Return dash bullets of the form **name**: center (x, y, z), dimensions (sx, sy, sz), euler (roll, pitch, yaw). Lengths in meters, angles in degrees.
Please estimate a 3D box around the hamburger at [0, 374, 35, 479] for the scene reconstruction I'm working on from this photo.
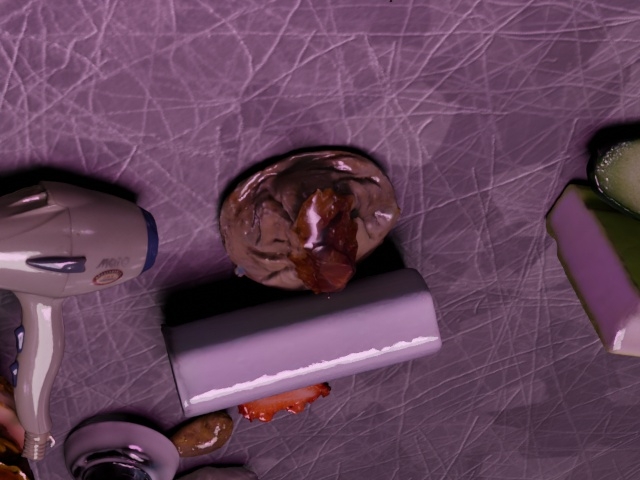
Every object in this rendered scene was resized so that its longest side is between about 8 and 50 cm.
- **hamburger**: center (-0.434, 0.253, 1.725), dimensions (0.291, 0.225, 0.291), euler (-9, 145, -6)

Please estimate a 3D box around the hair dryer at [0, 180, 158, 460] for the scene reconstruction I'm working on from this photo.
- **hair dryer**: center (-0.337, 0.062, 1.582), dimensions (0.296, 0.119, 0.298), euler (21, 101, -33)

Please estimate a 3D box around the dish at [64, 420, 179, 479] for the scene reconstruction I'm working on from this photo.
- **dish**: center (-0.242, 0.286, 1.915), dimensions (0.141, 0.078, 0.141), euler (2, 138, 2)

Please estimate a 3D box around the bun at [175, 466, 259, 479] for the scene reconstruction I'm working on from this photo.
- **bun**: center (-0.130, 0.387, 2.056), dimensions (0.212, 0.126, 0.204), euler (24, 126, -39)

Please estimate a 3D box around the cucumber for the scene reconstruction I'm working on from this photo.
- **cucumber**: center (0.393, -0.069, 1.780), dimensions (0.244, 0.063, 0.115), euler (11, 96, -27)

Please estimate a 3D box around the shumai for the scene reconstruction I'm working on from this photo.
- **shumai**: center (0.000, 0.000, 1.681), dimensions (0.201, 0.120, 0.201), euler (-10, 136, -10)

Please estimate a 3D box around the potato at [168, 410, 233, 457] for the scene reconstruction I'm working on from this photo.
- **potato**: center (-0.143, 0.239, 1.949), dimensions (0.092, 0.045, 0.046), euler (-29, 97, 11)

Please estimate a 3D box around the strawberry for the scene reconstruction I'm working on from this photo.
- **strawberry**: center (-0.052, 0.170, 1.907), dimensions (0.104, 0.048, 0.152), euler (-45, 148, 19)

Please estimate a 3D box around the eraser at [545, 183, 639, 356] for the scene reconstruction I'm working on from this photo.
- **eraser**: center (0.412, 0.042, 1.806), dimensions (0.274, 0.210, 0.092), euler (6, 133, -29)

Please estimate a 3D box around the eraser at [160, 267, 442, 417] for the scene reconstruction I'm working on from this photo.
- **eraser**: center (-0.024, 0.108, 1.757), dimensions (0.290, 0.104, 0.189), euler (-14, -179, -4)
